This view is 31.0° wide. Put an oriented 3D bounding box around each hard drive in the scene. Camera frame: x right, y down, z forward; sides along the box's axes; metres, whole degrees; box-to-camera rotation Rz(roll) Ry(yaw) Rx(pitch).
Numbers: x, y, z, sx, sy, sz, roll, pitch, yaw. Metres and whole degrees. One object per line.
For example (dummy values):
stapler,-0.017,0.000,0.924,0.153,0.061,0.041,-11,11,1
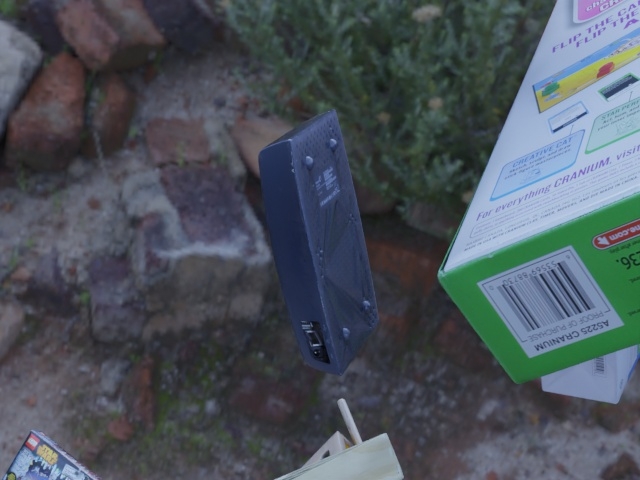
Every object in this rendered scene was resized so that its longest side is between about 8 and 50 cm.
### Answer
hard drive,0.000,0.000,1.239,0.054,0.255,0.172,-7,16,20

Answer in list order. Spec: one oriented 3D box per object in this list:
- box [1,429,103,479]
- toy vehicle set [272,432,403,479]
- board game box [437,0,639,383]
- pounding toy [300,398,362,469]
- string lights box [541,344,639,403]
box,-0.374,0.340,1.610,0.137,0.094,0.027,30,-1,26
toy vehicle set,-0.089,0.215,0.817,0.166,0.267,0.035,-8,72,-62
board game box,0.204,-0.089,0.533,0.064,0.242,0.316,53,36,-17
pounding toy,0.041,0.288,1.416,0.130,0.100,0.141,43,4,-7
string lights box,0.290,0.030,1.132,0.077,0.133,0.259,7,30,28
